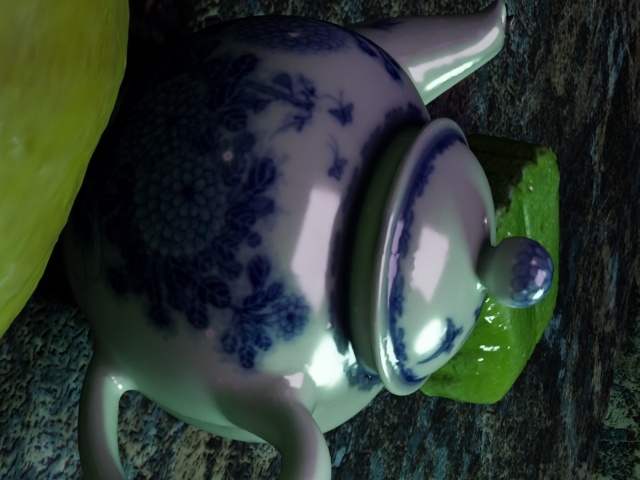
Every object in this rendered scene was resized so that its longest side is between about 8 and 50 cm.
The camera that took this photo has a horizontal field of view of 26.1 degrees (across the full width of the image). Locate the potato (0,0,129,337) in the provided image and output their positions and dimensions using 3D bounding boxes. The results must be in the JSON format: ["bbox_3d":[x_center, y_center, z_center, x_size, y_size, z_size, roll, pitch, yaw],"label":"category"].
[{"bbox_3d":[-0.138,-0.078,0.415,0.280,0.213,0.330,52,36,-57],"label":"potato"}]

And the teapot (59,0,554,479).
[{"bbox_3d":[0.000,0.000,0.807,0.252,0.280,0.424,70,37,-49],"label":"teapot"}]

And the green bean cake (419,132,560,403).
[{"bbox_3d":[0.166,0.035,1.449,0.222,0.125,0.248,-54,144,-44],"label":"green bean cake"}]
